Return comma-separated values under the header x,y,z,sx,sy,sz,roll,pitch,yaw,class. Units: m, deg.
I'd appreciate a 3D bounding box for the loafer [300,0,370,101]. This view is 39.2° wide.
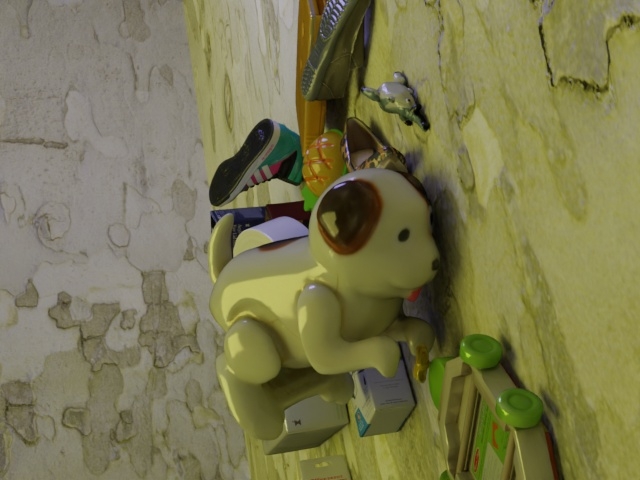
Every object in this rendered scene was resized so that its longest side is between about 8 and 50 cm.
x,y,z,sx,sy,sz,roll,pitch,yaw,class
0.042,-0.367,1.659,0.094,0.087,0.251,-108,35,-46,loafer

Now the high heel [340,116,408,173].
x,y,z,sx,sy,sz,roll,pitch,yaw,class
0.079,-0.165,1.545,0.261,0.093,0.186,103,153,-74,high heel

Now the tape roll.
x,y,z,sx,sy,sz,roll,pitch,yaw,class
-0.085,0.093,2.080,0.286,0.100,0.286,32,133,43,tape roll

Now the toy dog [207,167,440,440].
x,y,z,sx,sy,sz,roll,pitch,yaw,class
0.025,0.058,1.435,0.408,0.284,0.395,-45,63,33,toy dog

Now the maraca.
x,y,z,sx,sy,sz,roll,pitch,yaw,class
0.010,-0.132,1.790,0.127,0.099,0.186,48,124,51,maraca

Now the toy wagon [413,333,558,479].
x,y,z,sx,sy,sz,roll,pitch,yaw,class
0.216,0.259,1.229,0.344,0.068,0.267,-116,25,-56,toy wagon

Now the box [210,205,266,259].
x,y,z,sx,sy,sz,roll,pitch,yaw,class
-0.189,-0.005,2.436,0.108,0.207,0.153,-129,35,-65,box

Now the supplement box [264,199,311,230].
x,y,z,sx,sy,sz,roll,pitch,yaw,class
-0.083,0.001,2.230,0.081,0.104,0.188,-113,23,-49,supplement box

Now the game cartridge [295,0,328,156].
x,y,z,sx,sy,sz,roll,pitch,yaw,class
-0.016,-0.368,1.875,0.285,0.052,0.324,-98,8,-54,game cartridge

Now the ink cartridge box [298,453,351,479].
x,y,z,sx,sy,sz,roll,pitch,yaw,class
0.019,0.590,2.021,0.067,0.115,0.198,102,159,-50,ink cartridge box

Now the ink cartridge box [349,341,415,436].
x,y,z,sx,sy,sz,roll,pitch,yaw,class
0.100,0.245,1.649,0.140,0.082,0.191,107,153,-56,ink cartridge box

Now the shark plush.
x,y,z,sx,sy,sz,roll,pitch,yaw,class
0.138,-0.217,1.453,0.161,0.073,0.067,33,150,47,shark plush

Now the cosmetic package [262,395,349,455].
x,y,z,sx,sy,sz,roll,pitch,yaw,class
-0.058,0.392,2.171,0.365,0.155,0.197,122,140,-66,cosmetic package

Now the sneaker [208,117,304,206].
x,y,z,sx,sy,sz,roll,pitch,yaw,class
-0.136,-0.172,2.222,0.295,0.178,0.124,-42,48,35,sneaker
